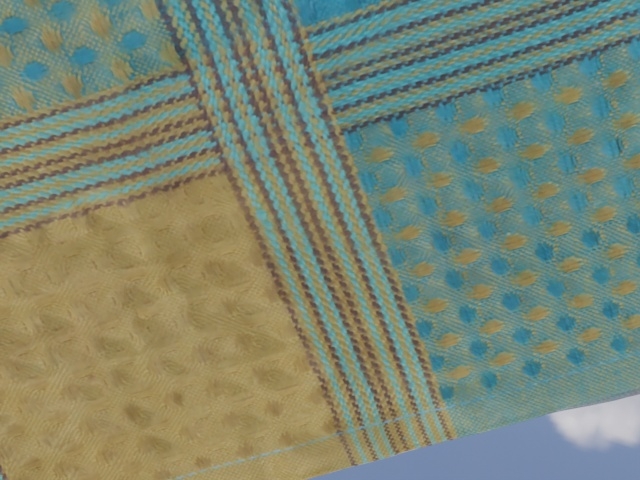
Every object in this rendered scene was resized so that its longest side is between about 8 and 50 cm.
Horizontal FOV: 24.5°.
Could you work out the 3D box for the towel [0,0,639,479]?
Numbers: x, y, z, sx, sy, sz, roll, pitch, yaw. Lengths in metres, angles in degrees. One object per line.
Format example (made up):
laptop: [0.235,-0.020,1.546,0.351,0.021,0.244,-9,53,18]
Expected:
towel: [-0.048,-0.025,0.473,0.370,0.271,0.040,-16,-150,4]
